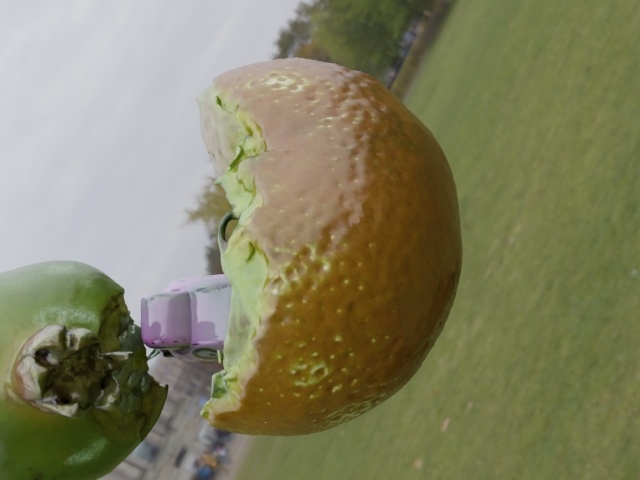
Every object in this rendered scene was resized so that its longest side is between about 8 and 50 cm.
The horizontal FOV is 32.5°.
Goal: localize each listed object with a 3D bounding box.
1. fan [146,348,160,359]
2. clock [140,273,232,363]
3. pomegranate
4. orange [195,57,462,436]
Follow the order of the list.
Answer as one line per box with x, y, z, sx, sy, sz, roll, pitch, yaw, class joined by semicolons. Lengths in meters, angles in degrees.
-0.261;0.181;1.386;0.193;0.016;0.038;-38;1;26;fan
-0.059;0.078;1.110;0.248;0.228;0.090;24;-118;-78;clock
-0.261;0.131;1.040;0.235;0.236;0.302;-64;12;-12;pomegranate
0.006;0.002;0.671;0.179;0.159;0.237;85;-178;-53;orange
